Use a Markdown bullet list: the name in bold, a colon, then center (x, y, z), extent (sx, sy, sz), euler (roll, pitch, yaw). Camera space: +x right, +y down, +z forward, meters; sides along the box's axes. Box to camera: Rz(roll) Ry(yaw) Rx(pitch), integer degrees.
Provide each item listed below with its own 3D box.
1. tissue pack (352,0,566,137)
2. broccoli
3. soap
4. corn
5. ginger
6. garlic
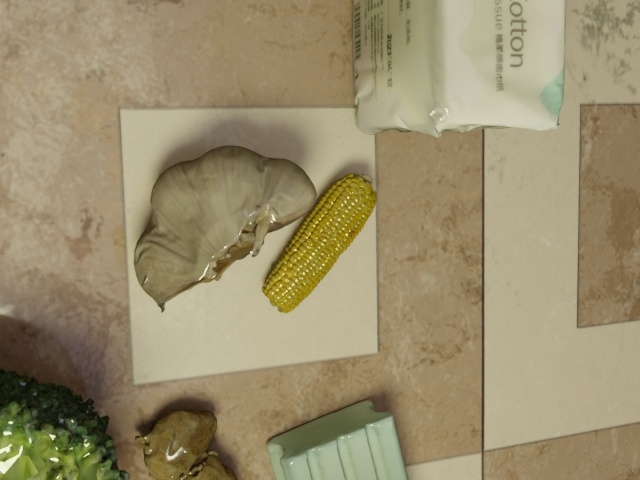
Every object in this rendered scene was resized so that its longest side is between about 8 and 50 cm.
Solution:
- **tissue pack**: center (0.155, -0.299, 1.006), extent (0.194, 0.266, 0.356), euler (-2, 97, -17)
- **broccoli**: center (-0.359, 0.244, 0.842), extent (0.338, 0.277, 0.317), euler (-27, 93, -28)
- **soap**: center (0.042, 0.365, 1.132), extent (0.160, 0.087, 0.265), euler (-19, 103, -19)
- **corn**: center (0.000, 0.000, 1.086), extent (0.067, 0.067, 0.206), euler (40, 83, -21)
- **ginger**: center (-0.142, 0.299, 1.053), extent (0.104, 0.080, 0.204), euler (-31, 105, -22)
- **garlic**: center (-0.121, -0.032, 0.978), extent (0.229, 0.178, 0.143), euler (-30, 92, -1)
